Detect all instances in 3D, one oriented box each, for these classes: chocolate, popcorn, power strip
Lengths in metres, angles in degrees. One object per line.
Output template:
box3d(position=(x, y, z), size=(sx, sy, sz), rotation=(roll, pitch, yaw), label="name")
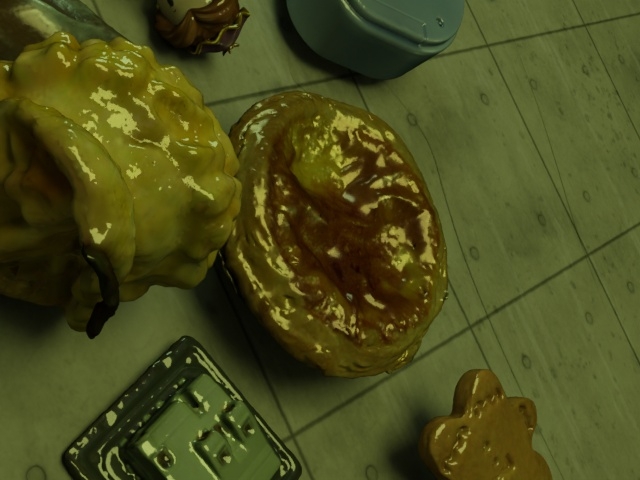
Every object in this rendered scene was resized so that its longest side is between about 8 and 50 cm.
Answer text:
box3d(position=(-0.338, -0.267, 1.390), size=(0.254, 0.080, 0.157), rotation=(36, 48, -28), label="chocolate")
box3d(position=(-0.251, -0.047, 1.163), size=(0.349, 0.349, 0.381), rotation=(35, 18, -28), label="popcorn")
box3d(position=(-0.149, 0.276, 1.291), size=(0.251, 0.092, 0.257), rotation=(56, 45, -13), label="power strip")

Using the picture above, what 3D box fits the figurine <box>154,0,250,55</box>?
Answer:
box3d(position=(-0.206, -0.393, 1.551), size=(0.263, 0.142, 0.189), rotation=(58, 18, -6), label="figurine")

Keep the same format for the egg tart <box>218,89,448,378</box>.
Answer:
box3d(position=(0.000, 0.000, 1.524), size=(0.443, 0.178, 0.443), rotation=(20, 58, -37), label="egg tart")

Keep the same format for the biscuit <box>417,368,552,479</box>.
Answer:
box3d(position=(0.272, 0.374, 1.616), size=(0.275, 0.052, 0.355), rotation=(-43, 119, -33), label="biscuit")

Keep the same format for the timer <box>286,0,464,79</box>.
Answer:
box3d(position=(0.098, -0.465, 1.870), size=(0.395, 0.173, 0.395), rotation=(24, 53, -35), label="timer")
